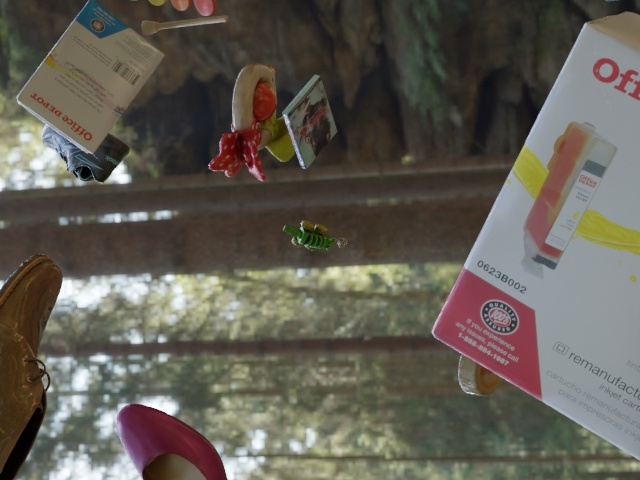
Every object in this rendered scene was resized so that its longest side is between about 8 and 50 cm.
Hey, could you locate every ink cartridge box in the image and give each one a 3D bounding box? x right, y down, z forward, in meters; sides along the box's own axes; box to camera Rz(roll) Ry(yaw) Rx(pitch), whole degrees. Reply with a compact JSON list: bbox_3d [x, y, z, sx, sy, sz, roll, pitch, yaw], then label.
[{"bbox_3d":[-0.436,-0.304,2.044,0.233,0.171,0.168,-54,16,-4],"label":"ink cartridge box"},{"bbox_3d":[0.330,-0.009,1.148,0.160,0.279,0.385,-27,-36,-60],"label":"ink cartridge box"}]

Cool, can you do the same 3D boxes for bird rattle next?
[{"bbox_3d":[-0.132,-0.228,2.046,0.253,0.143,0.207,-27,-62,-60],"label":"bird rattle"}]

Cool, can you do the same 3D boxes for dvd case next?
[{"bbox_3d":[-0.015,-0.176,1.626,0.087,0.013,0.119,-51,-35,-25],"label":"dvd case"}]

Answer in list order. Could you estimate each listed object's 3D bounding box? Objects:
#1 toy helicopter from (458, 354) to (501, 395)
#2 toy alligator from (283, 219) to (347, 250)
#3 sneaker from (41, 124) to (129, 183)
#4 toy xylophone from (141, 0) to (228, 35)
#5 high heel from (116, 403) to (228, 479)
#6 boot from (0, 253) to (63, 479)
[{"bbox_3d":[0.325,0.129,1.738,0.355,0.140,0.235,-45,-51,-35],"label":"toy helicopter"},{"bbox_3d":[0.000,0.000,2.401,0.056,0.189,0.051,-59,42,18],"label":"toy alligator"},{"bbox_3d":[-0.532,-0.192,2.371,0.101,0.267,0.106,32,-103,-47],"label":"sneaker"},{"bbox_3d":[-0.287,-0.481,1.960,0.081,0.322,0.236,-50,-53,-48],"label":"toy xylophone"},{"bbox_3d":[-0.203,0.409,1.641,0.127,0.377,0.181,-51,-9,24],"label":"high heel"},{"bbox_3d":[-0.365,0.159,1.315,0.112,0.115,0.305,75,-150,-57],"label":"boot"}]
